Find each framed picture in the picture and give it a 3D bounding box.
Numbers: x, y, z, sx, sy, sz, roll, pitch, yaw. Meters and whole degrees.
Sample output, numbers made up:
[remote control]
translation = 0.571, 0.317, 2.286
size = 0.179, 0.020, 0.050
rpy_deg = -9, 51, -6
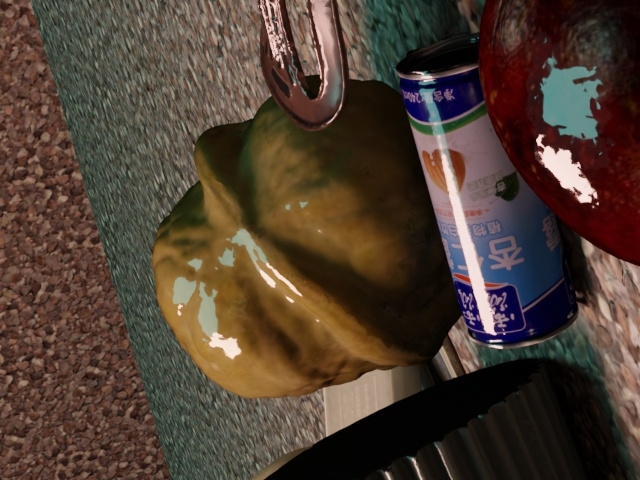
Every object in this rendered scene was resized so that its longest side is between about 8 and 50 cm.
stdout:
[framed picture]
translation = 0.091, 0.077, 1.823
size = 0.203, 0.015, 0.150
rpy_deg = 65, 164, 9

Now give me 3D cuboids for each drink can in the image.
[drink can]
translation = 0.132, -0.040, 1.362
size = 0.097, 0.097, 0.235
rpy_deg = -147, 39, -65

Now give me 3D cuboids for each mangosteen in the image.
[mangosteen]
translation = 0.204, -0.104, 0.858
size = 0.257, 0.215, 0.215
rpy_deg = -32, 78, 43

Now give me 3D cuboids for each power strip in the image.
[power strip]
translation = 0.059, 0.253, 1.749
size = 0.058, 0.098, 0.338
rpy_deg = 34, -138, -43

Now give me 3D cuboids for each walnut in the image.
[walnut]
translation = 0.002, -0.001, 1.506
size = 0.277, 0.282, 0.253
rpy_deg = 8, -115, -65

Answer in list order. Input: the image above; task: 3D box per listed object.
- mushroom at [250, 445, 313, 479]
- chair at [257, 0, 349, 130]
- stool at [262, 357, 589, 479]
[mushroom]
translation = 0.057, 0.340, 1.915
size = 0.336, 0.314, 0.314
rpy_deg = -43, 66, 43
[chair]
translation = 0.008, -0.266, 1.312
size = 0.175, 0.183, 0.326
rpy_deg = 53, 166, 49
[stool]
translation = 0.130, 0.312, 1.517
size = 0.330, 0.297, 0.297
rpy_deg = 63, 165, -3
